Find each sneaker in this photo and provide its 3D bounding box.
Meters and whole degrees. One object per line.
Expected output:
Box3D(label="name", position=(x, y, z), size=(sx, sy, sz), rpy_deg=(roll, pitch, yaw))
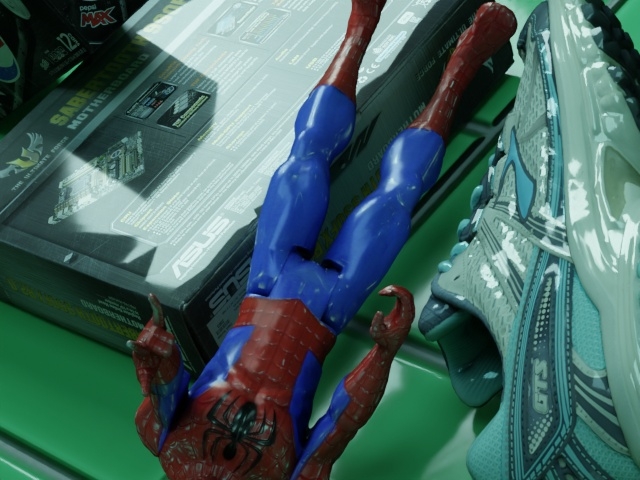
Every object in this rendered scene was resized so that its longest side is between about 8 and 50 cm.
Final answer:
Box3D(label="sneaker", position=(0.090, -0.002, 0.754), size=(0.122, 0.110, 0.283), rpy_deg=(-28, 32, 18))

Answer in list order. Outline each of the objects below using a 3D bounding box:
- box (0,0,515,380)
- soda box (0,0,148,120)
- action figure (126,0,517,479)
Box3D(label="box", position=(-0.047, -0.049, 0.910), size=(0.183, 0.056, 0.231), rpy_deg=(17, 55, 40))
Box3D(label="soda box", position=(-0.145, -0.110, 0.966), size=(0.060, 0.053, 0.169), rpy_deg=(-48, 13, -26))
Box3D(label="action figure", position=(0.000, 0.000, 0.744), size=(0.091, 0.139, 0.280), rpy_deg=(23, 70, 1))
